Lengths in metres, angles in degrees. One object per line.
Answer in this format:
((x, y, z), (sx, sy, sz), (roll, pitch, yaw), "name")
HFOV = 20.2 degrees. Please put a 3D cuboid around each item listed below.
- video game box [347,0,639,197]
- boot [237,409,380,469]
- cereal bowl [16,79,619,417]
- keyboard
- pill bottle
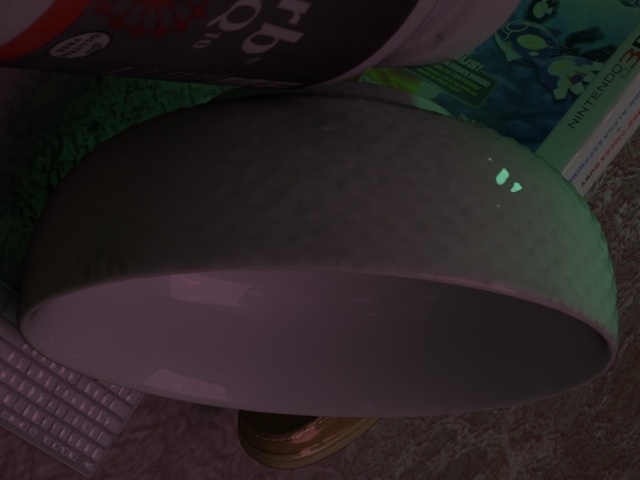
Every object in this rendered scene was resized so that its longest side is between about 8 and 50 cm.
((0.127, -0.131, 1.146), (0.187, 0.205, 0.048), (-50, 145, -11), "video game box")
((0.026, 0.016, 1.238), (0.262, 0.095, 0.203), (-42, 145, -24), "boot")
((0.000, 0.000, 1.035), (0.339, 0.339, 0.141), (30, 57, -57), "cereal bowl")
((-0.185, 0.076, 1.096), (0.072, 0.014, 0.256), (-53, 147, -6), "keyboard")
((-0.055, -0.180, 0.867), (0.363, 0.210, 0.210), (-2, 119, -51), "pill bottle")
